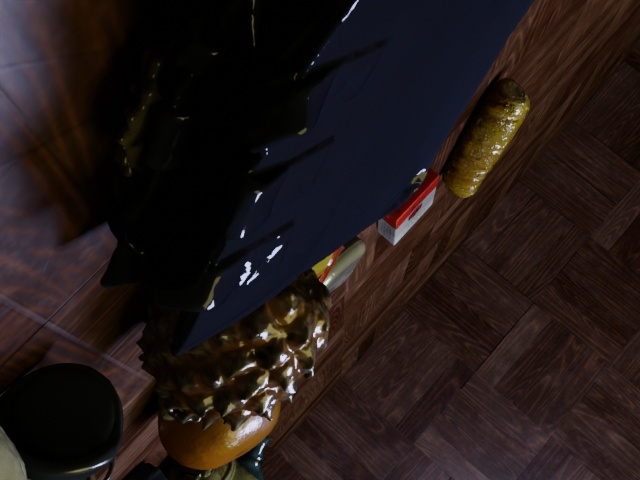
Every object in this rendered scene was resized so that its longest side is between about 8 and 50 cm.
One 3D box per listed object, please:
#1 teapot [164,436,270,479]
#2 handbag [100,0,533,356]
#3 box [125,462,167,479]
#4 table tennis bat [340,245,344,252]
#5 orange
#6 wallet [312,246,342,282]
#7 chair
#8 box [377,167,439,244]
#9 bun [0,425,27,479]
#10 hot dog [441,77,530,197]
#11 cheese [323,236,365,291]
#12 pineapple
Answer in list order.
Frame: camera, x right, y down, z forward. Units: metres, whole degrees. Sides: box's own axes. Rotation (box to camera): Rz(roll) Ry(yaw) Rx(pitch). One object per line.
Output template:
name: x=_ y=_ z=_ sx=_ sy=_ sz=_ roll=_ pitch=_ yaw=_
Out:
teapot: x=-0.196 y=0.404 z=1.337 sx=0.269 sy=0.173 sz=0.182 roll=-27 pitch=128 yaw=-16
handbag: x=0.009 y=-0.102 z=0.526 sx=0.329 sy=0.122 sz=0.303 roll=-38 pitch=165 yaw=-44
box: x=-0.317 y=0.426 z=1.164 sx=0.230 sy=0.050 sz=0.160 roll=-41 pitch=166 yaw=-34
table tennis bat: x=0.000 y=0.000 z=1.060 sx=0.130 sy=0.019 sz=0.220 roll=-48 pitch=167 yaw=1
orange: x=-0.126 y=0.204 z=0.997 sx=0.156 sy=0.124 sz=0.156 roll=-29 pitch=163 yaw=-10
wallet: x=-0.021 y=0.019 z=0.903 sx=0.141 sy=0.067 sz=0.241 roll=-31 pitch=157 yaw=-41
chair: x=-0.208 y=0.164 z=0.670 sx=0.221 sy=0.104 sz=0.095 roll=118 pitch=-9 yaw=-62
box: x=0.138 y=-0.058 z=1.313 sx=0.100 sy=0.048 sz=0.152 roll=-49 pitch=170 yaw=-9
bun: x=-0.255 y=0.188 z=0.393 sx=0.259 sy=0.160 sz=0.259 roll=-43 pitch=165 yaw=-15
hot dog: x=0.275 y=-0.166 z=1.409 sx=0.068 sy=0.083 sz=0.289 roll=-22 pitch=157 yaw=-23
cheese: x=-0.005 y=0.059 z=1.181 sx=0.192 sy=0.037 sz=0.097 roll=-35 pitch=161 yaw=-48
pineapple: x=-0.081 y=0.091 z=0.722 sx=0.193 sy=0.166 sz=0.166 roll=-49 pitch=169 yaw=15
